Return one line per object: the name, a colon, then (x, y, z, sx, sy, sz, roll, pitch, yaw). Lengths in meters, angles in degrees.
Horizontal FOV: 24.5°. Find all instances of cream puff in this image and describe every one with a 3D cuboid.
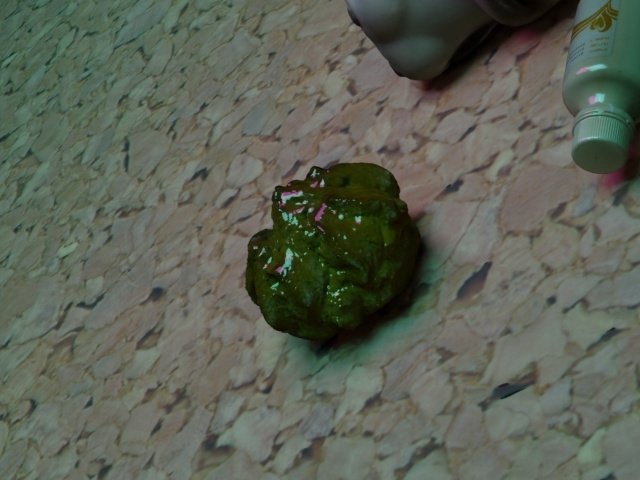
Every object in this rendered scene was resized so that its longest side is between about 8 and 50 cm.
cream puff: (0.013, 0.009, 1.899, 0.244, 0.196, 0.244, -7, 34, 5)

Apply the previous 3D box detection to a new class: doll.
doll: (0.195, -0.369, 2.053, 0.370, 0.215, 0.226, -22, 24, 36)

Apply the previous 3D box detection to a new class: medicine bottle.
medicine bottle: (0.351, -0.193, 1.775, 0.114, 0.114, 0.252, -17, 44, 37)
